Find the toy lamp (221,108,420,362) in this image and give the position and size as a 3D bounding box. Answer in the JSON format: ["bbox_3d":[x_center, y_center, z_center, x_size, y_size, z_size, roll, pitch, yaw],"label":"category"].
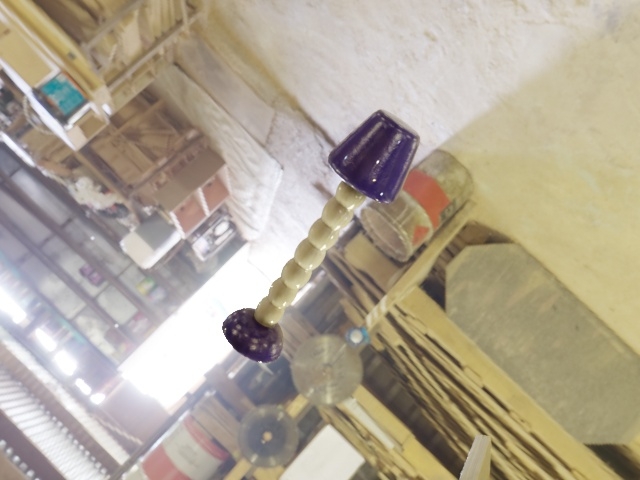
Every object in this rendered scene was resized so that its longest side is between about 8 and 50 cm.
[{"bbox_3d":[0.000,0.000,0.605,0.080,0.275,0.080,28,-160,-12],"label":"toy lamp"}]

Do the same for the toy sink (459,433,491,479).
[{"bbox_3d":[0.204,0.333,0.607,0.131,0.234,0.152,3,-177,21],"label":"toy sink"}]
